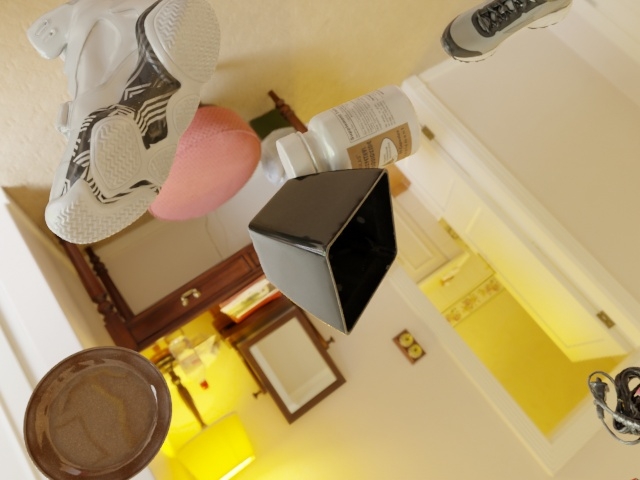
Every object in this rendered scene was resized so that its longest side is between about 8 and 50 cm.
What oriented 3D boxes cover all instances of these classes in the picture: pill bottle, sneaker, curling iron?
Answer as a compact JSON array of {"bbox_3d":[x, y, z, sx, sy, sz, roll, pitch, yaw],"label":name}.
[{"bbox_3d":[0.047,-0.171,0.876,0.229,0.131,0.131,-24,161,-7],"label":"pill bottle"},{"bbox_3d":[-0.295,-0.181,0.670,0.137,0.210,0.365,57,53,-66],"label":"sneaker"},{"bbox_3d":[0.342,-0.421,0.910,0.272,0.100,0.108,-27,169,0],"label":"sneaker"},{"bbox_3d":[0.332,0.066,0.445,0.274,0.068,0.035,-43,124,-14],"label":"curling iron"}]

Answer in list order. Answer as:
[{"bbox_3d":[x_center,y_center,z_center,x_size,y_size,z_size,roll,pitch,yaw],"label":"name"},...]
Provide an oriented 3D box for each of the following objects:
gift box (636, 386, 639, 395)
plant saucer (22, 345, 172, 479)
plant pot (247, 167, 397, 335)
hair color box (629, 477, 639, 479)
[{"bbox_3d":[0.326,0.159,0.236,0.276,0.258,0.255,-30,-143,63],"label":"gift box"},{"bbox_3d":[-0.321,0.257,0.735,0.199,0.198,0.036,-30,173,-23],"label":"plant saucer"},{"bbox_3d":[0.000,0.000,0.776,0.187,0.167,0.188,-54,146,-35],"label":"plant pot"},{"bbox_3d":[0.289,0.273,0.396,0.072,0.141,0.043,-33,157,-37],"label":"hair color box"}]
